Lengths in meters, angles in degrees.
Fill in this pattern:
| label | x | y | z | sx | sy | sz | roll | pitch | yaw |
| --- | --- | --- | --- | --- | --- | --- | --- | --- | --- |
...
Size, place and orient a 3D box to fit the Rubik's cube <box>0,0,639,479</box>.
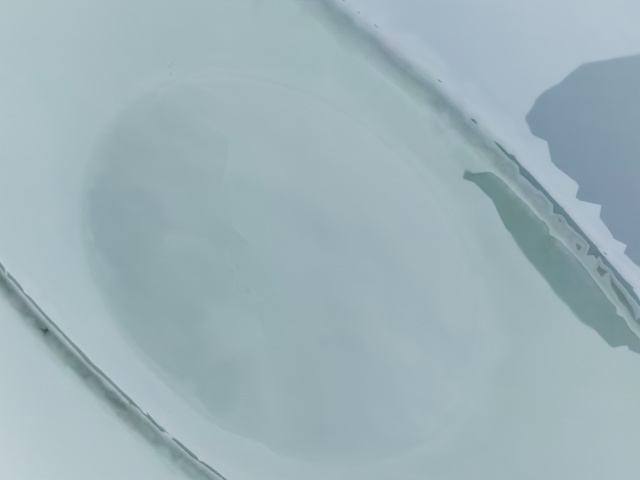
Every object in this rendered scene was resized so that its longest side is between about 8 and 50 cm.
| label | x | y | z | sx | sy | sz | roll | pitch | yaw |
| --- | --- | --- | --- | --- | --- | --- | --- | --- | --- |
| Rubik's cube | 0.065 | -0.078 | 0.659 | 0.352 | 0.347 | 0.352 | -46 | -46 | -49 |
